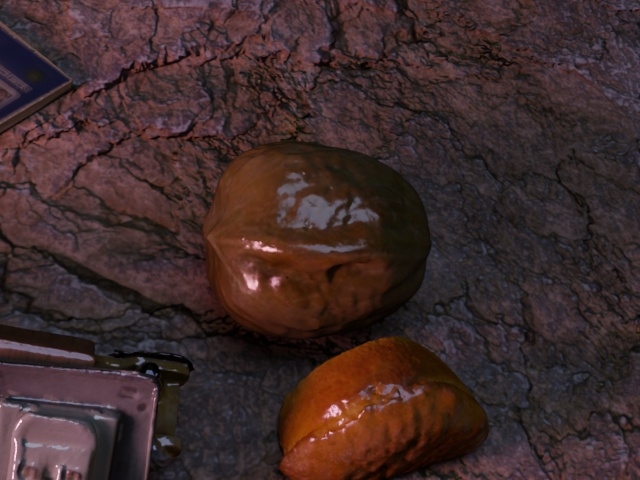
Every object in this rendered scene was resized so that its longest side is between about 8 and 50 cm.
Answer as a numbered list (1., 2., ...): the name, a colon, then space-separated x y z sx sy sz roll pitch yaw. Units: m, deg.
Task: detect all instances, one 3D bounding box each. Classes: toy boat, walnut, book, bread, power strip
1. toy boat: -0.353 0.148 1.222 0.445 0.162 0.136 10 53 -10
2. walnut: 0.000 0.000 1.397 0.283 0.227 0.283 5 12 -1
3. book: -0.510 -0.192 1.532 0.228 0.018 0.322 39 52 16
4. bread: 0.077 0.184 1.343 0.260 0.134 0.129 -10 56 -24
5. power strip: -0.263 0.223 1.163 0.198 0.213 0.064 6 16 -11
